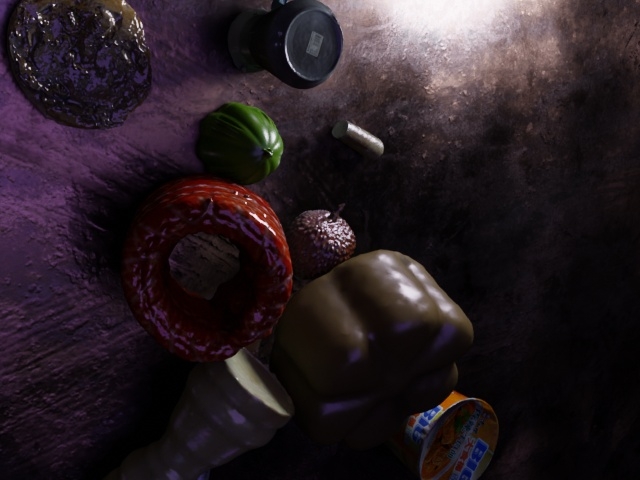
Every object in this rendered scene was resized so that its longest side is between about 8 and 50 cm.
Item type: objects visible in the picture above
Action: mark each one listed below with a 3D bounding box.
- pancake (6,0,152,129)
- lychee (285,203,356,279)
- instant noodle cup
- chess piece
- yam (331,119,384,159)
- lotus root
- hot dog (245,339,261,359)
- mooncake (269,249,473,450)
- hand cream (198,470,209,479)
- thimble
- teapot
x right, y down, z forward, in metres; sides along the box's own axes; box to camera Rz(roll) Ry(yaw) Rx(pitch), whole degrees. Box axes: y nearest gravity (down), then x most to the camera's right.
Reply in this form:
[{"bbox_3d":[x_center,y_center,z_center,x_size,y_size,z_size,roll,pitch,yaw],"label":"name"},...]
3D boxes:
[{"bbox_3d":[-0.440,-0.338,1.391,0.282,0.049,0.283,-12,112,-32],"label":"pancake"},{"bbox_3d":[0.000,0.000,1.730,0.165,0.165,0.197,3,122,-35],"label":"lychee"},{"bbox_3d":[0.312,0.525,2.077,0.296,0.214,0.297,-11,110,-32],"label":"instant noodle cup"},{"bbox_3d":[-0.278,0.444,1.605,0.442,0.234,0.234,-47,126,5],"label":"chess piece"},{"bbox_3d":[0.090,-0.239,1.785,0.132,0.054,0.054,25,90,-37],"label":"yam"},{"bbox_3d":[-0.143,-0.192,1.569,0.186,0.186,0.186,-11,111,-32],"label":"lotus root"},{"bbox_3d":[-0.170,0.178,1.724,0.084,0.073,0.243,6,99,-39],"label":"hot dog"},{"bbox_3d":[0.115,0.261,1.761,0.466,0.262,0.467,-19,136,-19],"label":"mooncake"},{"bbox_3d":[-0.324,0.630,1.776,0.124,0.077,0.341,5,94,-35],"label":"hand cream"},{"bbox_3d":[-0.223,0.046,1.507,0.350,0.230,0.350,-4,110,-12],"label":"thimble"},{"bbox_3d":[-0.070,-0.413,1.515,0.171,0.225,0.203,23,89,-39],"label":"teapot"}]
